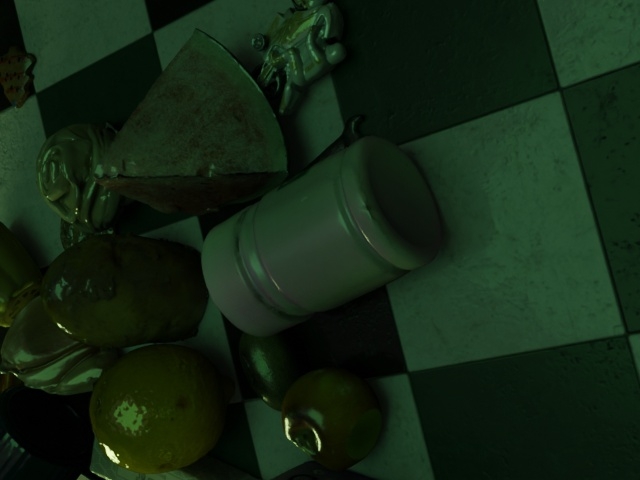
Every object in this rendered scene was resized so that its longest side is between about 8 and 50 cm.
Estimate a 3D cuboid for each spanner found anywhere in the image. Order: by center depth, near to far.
[{"bbox_3d":[-0.012,-0.119,1.463,0.254,0.015,0.054,-39,74,30],"label":"spanner"}]

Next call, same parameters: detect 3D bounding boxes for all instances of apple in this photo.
[{"bbox_3d":[0.012,0.286,1.413,0.146,0.147,0.163,20,108,31],"label":"apple"}]

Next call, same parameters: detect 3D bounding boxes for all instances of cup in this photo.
[{"bbox_3d":[-0.606,0.487,1.769,0.308,0.242,0.292,44,104,21],"label":"cup"}]

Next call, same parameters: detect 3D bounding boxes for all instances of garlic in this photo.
[{"bbox_3d":[-0.522,0.208,1.770,0.228,0.110,0.217,-13,74,1],"label":"garlic"}]

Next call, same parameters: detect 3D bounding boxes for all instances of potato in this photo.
[{"bbox_3d":[-0.370,0.089,1.581,0.229,0.266,0.229,5,98,37],"label":"potato"}]

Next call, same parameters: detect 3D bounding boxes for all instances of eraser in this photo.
[{"bbox_3d":[-0.255,0.448,1.637,0.404,0.098,0.096,14,102,32],"label":"eraser"}]

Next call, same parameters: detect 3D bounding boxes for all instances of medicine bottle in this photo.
[{"bbox_3d":[0.000,0.000,1.353,0.325,0.212,0.212,-29,79,32],"label":"medicine bottle"}]

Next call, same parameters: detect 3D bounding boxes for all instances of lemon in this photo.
[{"bbox_3d":[-0.281,0.294,1.564,0.254,0.228,0.228,-17,85,4],"label":"lemon"}]

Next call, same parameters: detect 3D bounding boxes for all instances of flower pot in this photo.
[{"bbox_3d":[-0.682,0.077,1.842,0.179,0.195,0.195,39,115,10],"label":"flower pot"}]

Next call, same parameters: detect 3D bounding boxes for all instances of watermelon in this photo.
[{"bbox_3d":[-0.237,-0.184,1.474,0.283,0.293,0.250,-36,53,44],"label":"watermelon"}]

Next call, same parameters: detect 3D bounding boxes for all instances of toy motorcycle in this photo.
[{"bbox_3d":[-0.027,-0.311,1.421,0.151,0.074,0.228,35,110,22],"label":"toy motorcycle"}]

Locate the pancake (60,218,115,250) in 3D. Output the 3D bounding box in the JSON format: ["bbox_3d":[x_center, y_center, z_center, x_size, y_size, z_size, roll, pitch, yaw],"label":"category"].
[{"bbox_3d":[-0.470,-0.024,1.773,0.158,0.028,0.158,1,93,34],"label":"pancake"}]

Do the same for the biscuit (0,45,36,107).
[{"bbox_3d":[-0.644,-0.345,1.857,0.119,0.019,0.129,1,96,34],"label":"biscuit"}]

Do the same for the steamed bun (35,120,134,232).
[{"bbox_3d":[-0.452,-0.130,1.666,0.218,0.144,0.211,39,103,26],"label":"steamed bun"}]

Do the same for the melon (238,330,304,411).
[{"bbox_3d":[-0.081,0.217,1.497,0.099,0.099,0.162,-28,82,33],"label":"melon"}]

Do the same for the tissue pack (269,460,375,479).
[{"bbox_3d":[-0.026,0.481,1.347,0.242,0.338,0.160,7,101,34],"label":"tissue pack"}]

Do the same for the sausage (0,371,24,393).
[{"bbox_3d":[-0.678,0.421,1.932,0.082,0.082,0.371,21,107,30],"label":"sausage"}]
